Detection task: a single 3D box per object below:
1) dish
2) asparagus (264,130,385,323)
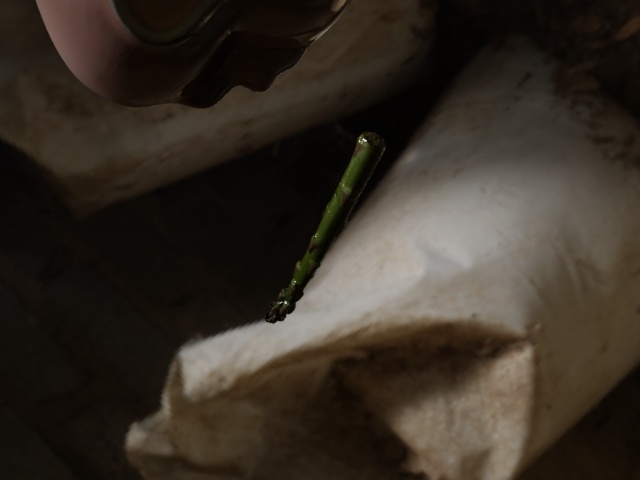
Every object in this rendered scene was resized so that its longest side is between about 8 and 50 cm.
[{"bbox_3d":[-0.071,-0.176,0.772,0.213,0.213,0.090,61,171,-14],"label":"dish"},{"bbox_3d":[0.000,0.000,1.050,0.024,0.025,0.248,36,136,7],"label":"asparagus"}]
